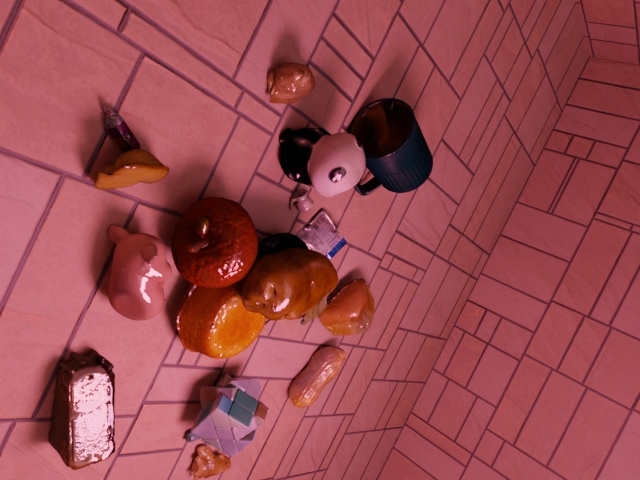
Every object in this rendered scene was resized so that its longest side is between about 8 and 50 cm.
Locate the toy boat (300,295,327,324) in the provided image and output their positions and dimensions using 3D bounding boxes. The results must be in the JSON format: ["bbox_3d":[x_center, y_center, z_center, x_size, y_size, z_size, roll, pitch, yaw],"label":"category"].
[{"bbox_3d":[-0.021,0.202,2.018,0.111,0.084,0.276,-43,144,-58],"label":"toy boat"}]

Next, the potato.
[{"bbox_3d":[-0.075,0.126,1.595,0.369,0.195,0.176,-11,154,-50],"label":"potato"}]

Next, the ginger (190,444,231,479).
[{"bbox_3d":[-0.409,0.838,1.964,0.205,0.081,0.115,49,41,-44],"label":"ginger"}]

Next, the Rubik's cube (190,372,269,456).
[{"bbox_3d":[-0.312,0.580,1.817,0.224,0.265,0.213,-44,-165,30],"label":"Rubik's cube"}]

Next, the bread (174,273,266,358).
[{"bbox_3d":[-0.301,0.223,1.627,0.312,0.172,0.312,-32,136,-38],"label":"bread"}]

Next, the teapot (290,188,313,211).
[{"bbox_3d":[-0.069,-0.134,1.788,0.083,0.064,0.064,-22,128,-1],"label":"teapot"}]

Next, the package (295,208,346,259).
[{"bbox_3d":[0.000,0.000,1.931,0.171,0.027,0.173,-46,117,-22],"label":"package"}]

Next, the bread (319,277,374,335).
[{"bbox_3d":[0.127,0.288,2.202,0.262,0.163,0.204,-45,139,-8],"label":"bread"}]

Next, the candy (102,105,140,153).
[{"bbox_3d":[-0.465,-0.243,1.244,0.175,0.045,0.043,66,25,-45],"label":"candy"}]

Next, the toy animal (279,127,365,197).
[{"bbox_3d":[0.019,-0.244,1.651,0.213,0.267,0.212,-35,137,-40],"label":"toy animal"}]

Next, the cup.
[{"bbox_3d":[0.250,-0.305,1.912,0.307,0.242,0.292,-61,146,-7],"label":"cup"}]

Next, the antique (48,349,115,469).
[{"bbox_3d":[-0.629,0.438,1.406,0.125,0.150,0.284,-5,107,-49],"label":"antique"}]

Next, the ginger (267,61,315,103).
[{"bbox_3d":[-0.054,-0.468,1.548,0.193,0.123,0.115,-25,110,-47],"label":"ginger"}]

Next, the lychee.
[{"bbox_3d":[-0.293,0.007,1.450,0.255,0.255,0.300,-64,154,2],"label":"lychee"}]

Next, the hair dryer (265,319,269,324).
[{"bbox_3d":[-0.170,0.283,1.937,0.219,0.075,0.195,-40,149,-13],"label":"hair dryer"}]

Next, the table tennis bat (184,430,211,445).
[{"bbox_3d":[-0.395,0.690,1.928,0.237,0.038,0.149,6,108,-55],"label":"table tennis bat"}]

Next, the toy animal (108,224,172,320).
[{"bbox_3d":[-0.470,0.093,1.363,0.154,0.167,0.250,-57,160,-61],"label":"toy animal"}]

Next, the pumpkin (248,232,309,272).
[{"bbox_3d":[-0.133,0.087,1.756,0.233,0.163,0.233,-30,132,-41],"label":"pumpkin"}]

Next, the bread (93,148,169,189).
[{"bbox_3d":[-0.454,-0.168,1.263,0.188,0.150,0.065,-11,78,-68],"label":"bread"}]

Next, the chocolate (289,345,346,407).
[{"bbox_3d":[-0.015,0.572,2.242,0.309,0.134,0.134,-46,141,-16],"label":"chocolate"}]
